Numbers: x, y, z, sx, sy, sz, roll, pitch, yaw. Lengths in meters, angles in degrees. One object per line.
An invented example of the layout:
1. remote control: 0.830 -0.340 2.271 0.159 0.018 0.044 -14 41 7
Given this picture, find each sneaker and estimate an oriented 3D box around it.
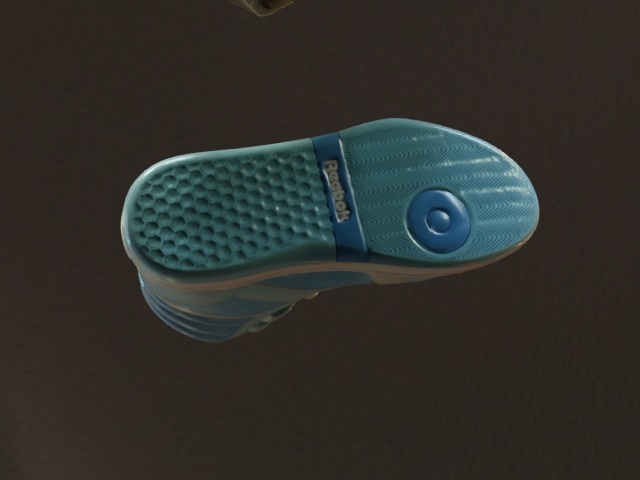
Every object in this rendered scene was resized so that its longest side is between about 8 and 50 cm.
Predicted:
1. sneaker: 0.000 0.000 1.194 0.319 0.208 0.127 -2 -109 -9

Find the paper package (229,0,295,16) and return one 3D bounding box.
1. paper package: 0.014 -0.331 1.237 0.309 0.325 0.168 -32 -76 1
